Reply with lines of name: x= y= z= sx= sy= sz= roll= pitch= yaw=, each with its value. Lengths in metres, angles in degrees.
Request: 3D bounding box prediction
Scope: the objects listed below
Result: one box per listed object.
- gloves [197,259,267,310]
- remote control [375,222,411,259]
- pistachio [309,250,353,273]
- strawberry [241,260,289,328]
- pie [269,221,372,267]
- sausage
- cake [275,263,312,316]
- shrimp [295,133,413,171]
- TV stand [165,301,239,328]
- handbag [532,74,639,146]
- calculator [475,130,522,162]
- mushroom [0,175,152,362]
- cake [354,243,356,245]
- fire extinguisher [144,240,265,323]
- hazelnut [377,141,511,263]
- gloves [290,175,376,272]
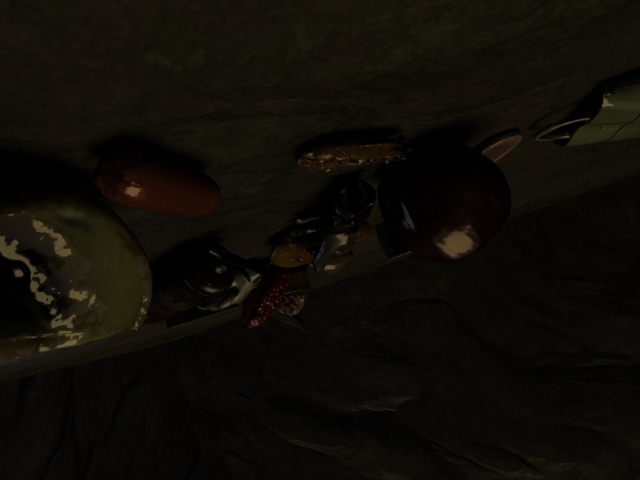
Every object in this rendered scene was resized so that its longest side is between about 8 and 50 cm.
gloves: x=-0.262 y=0.142 z=1.215 sx=0.212 sy=0.111 sz=0.127 roll=-43 pitch=-169 yaw=6
remote control: x=0.307 y=-0.040 z=1.267 sx=0.285 sy=0.123 sz=0.038 roll=-23 pitch=171 yaw=30
pistachio: x=0.031 y=0.048 z=1.299 sx=0.149 sy=0.113 sz=0.113 roll=-4 pitch=163 yaw=-38
strawberry: x=-0.158 y=0.167 z=1.276 sx=0.098 sy=0.228 sz=0.174 roll=37 pitch=117 yaw=-25
pie: x=-0.001 y=-0.001 z=1.064 sx=0.273 sy=0.069 sz=0.273 roll=-20 pitch=169 yaw=-4
sausage: x=-0.174 y=-0.061 z=0.465 sx=0.062 sy=0.062 sz=0.154 roll=-22 pitch=168 yaw=19
cake: x=-0.119 y=0.204 z=1.642 sx=0.208 sy=0.178 sz=0.185 roll=-24 pitch=168 yaw=13
shrimp: x=0.053 y=-0.127 z=0.600 sx=0.184 sy=0.043 sz=0.091 roll=-9 pitch=175 yaw=-15
TV stand: x=-0.452 y=0.260 z=1.604 sx=0.270 sy=0.082 sz=0.088 roll=-15 pitch=167 yaw=-15
handbag: x=0.568 y=-0.255 z=0.798 sx=0.316 sy=0.109 sz=0.241 roll=-7 pitch=171 yaw=11
calculator: x=0.347 y=-0.179 z=0.871 sx=0.103 sy=0.024 sz=0.166 roll=-16 pitch=169 yaw=-15
mushroom: x=-0.352 y=0.017 z=0.427 sx=0.218 sy=0.211 sz=0.292 roll=24 pitch=-159 yaw=21
cake: x=0.081 y=-0.005 z=1.237 sx=0.065 sy=0.052 sz=0.121 roll=-29 pitch=165 yaw=35
fire extinguisher: x=-0.273 y=0.088 z=0.889 sx=0.337 sy=0.114 sz=0.135 roll=-27 pitch=126 yaw=36
hazelnut: x=0.211 y=-0.062 z=0.750 sx=0.218 sy=0.218 sz=0.234 roll=-11 pitch=167 yaw=-37
gloves: x=0.023 y=-0.024 z=0.836 sx=0.119 sy=0.142 sz=0.285 roll=15 pitch=156 yaw=-21
